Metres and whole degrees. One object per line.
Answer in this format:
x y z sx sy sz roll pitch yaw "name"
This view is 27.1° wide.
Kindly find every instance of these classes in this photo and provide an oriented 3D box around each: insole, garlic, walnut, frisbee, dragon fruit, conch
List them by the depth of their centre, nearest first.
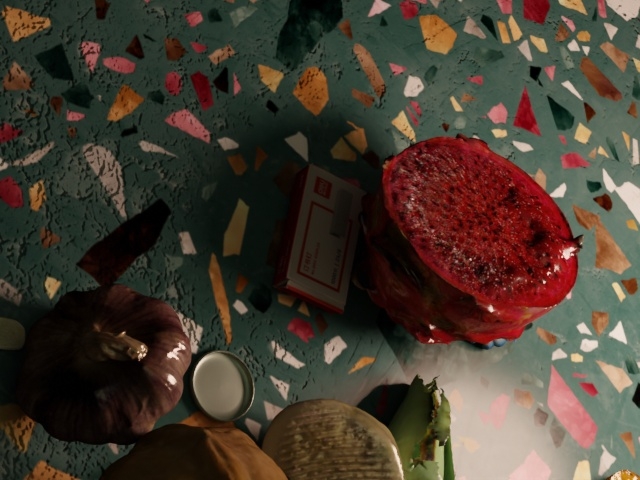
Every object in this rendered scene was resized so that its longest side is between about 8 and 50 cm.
-0.169 0.397 1.718 0.306 0.306 0.344 -4 116 -36 "walnut"
-0.296 0.160 1.787 0.245 0.160 0.245 -3 59 5 "garlic"
-0.490 0.115 1.793 0.192 0.010 0.063 14 65 -30 "insole"
-0.148 0.219 1.992 0.110 0.014 0.110 14 65 -32 "frisbee"
0.162 0.311 2.090 0.143 0.137 0.250 46 53 -43 "conch"
0.221 0.021 2.180 0.371 0.249 0.386 21 43 -15 "dragon fruit"

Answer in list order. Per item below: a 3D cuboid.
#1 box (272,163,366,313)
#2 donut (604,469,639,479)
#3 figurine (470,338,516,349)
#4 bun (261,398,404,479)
0.000 0.000 2.158 0.123 0.050 0.229 26 59 -25 "box"
0.533 0.461 2.362 0.097 0.043 0.108 45 54 -13 "donut"
0.305 0.142 2.308 0.114 0.079 0.114 0 91 -33 "figurine"
0.018 0.348 1.983 0.210 0.116 0.237 -18 87 -10 "bun"
